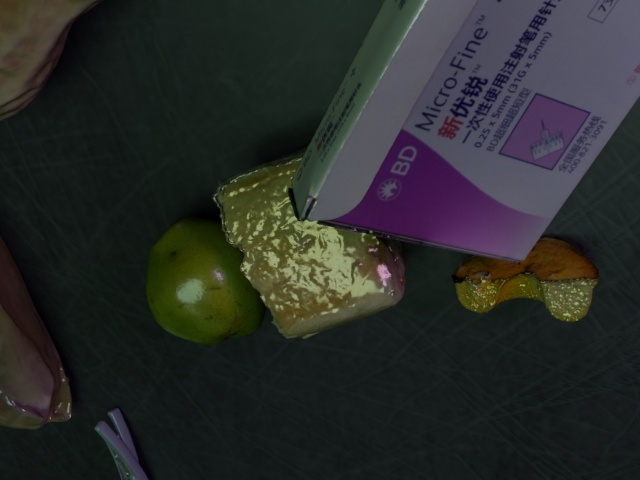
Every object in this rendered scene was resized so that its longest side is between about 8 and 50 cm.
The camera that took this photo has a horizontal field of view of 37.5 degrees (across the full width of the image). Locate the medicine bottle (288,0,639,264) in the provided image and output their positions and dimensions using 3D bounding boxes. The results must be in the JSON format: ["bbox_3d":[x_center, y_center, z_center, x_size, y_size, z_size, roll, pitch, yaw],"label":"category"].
[{"bbox_3d":[0.094,-0.085,0.538,0.171,0.052,0.201,12,123,-31],"label":"medicine bottle"}]

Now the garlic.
[{"bbox_3d":[-0.280,0.078,0.761,0.101,0.087,0.196,-16,107,10],"label":"garlic"}]

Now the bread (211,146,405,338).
[{"bbox_3d":[-0.001,-0.001,0.640,0.106,0.082,0.125,-20,98,13],"label":"bread"}]

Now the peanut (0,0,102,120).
[{"bbox_3d":[-0.185,-0.177,0.576,0.298,0.136,0.120,-39,90,28],"label":"peanut"}]

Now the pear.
[{"bbox_3d":[-0.081,0.033,0.675,0.097,0.092,0.092,37,120,-3],"label":"pear"}]

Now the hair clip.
[{"bbox_3d":[-0.171,0.199,0.814,0.039,0.030,0.115,-6,113,21],"label":"hair clip"}]

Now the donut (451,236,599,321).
[{"bbox_3d":[0.134,0.031,0.624,0.083,0.067,0.038,-22,130,-8],"label":"donut"}]
